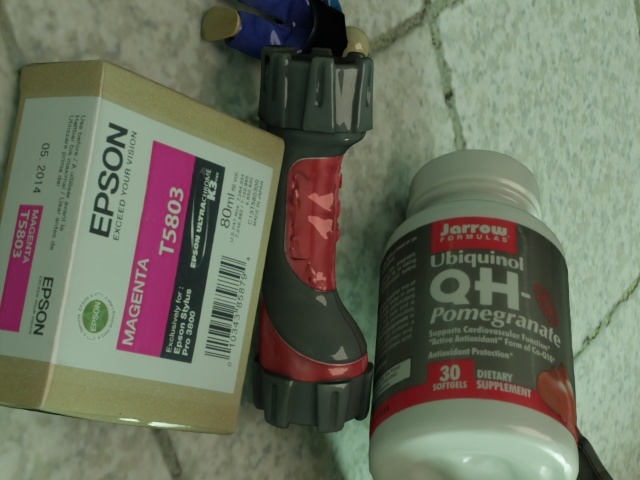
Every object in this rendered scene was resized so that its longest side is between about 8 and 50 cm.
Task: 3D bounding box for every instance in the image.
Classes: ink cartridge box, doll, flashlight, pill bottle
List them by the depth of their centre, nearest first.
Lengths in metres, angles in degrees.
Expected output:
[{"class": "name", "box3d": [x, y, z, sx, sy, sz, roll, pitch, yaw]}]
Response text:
[{"class": "ink cartridge box", "box3d": [-0.132, 0.012, 0.813, 0.193, 0.088, 0.234, 18, 78, -51]}, {"class": "flashlight", "box3d": [0.000, 0.000, 0.929, 0.103, 0.103, 0.304, -1, 106, -18]}, {"class": "doll", "box3d": [-0.018, -0.186, 0.979, 0.189, 0.046, 0.129, 11, 84, -50]}, {"class": "pill bottle", "box3d": [0.139, 0.076, 1.040, 0.176, 0.176, 0.318, 49, 35, -40]}]

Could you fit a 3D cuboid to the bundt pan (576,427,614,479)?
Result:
[{"class": "bundt pan", "box3d": [0.246, 0.323, 1.104, 0.124, 0.331, 0.331, -27, 121, 1]}]
